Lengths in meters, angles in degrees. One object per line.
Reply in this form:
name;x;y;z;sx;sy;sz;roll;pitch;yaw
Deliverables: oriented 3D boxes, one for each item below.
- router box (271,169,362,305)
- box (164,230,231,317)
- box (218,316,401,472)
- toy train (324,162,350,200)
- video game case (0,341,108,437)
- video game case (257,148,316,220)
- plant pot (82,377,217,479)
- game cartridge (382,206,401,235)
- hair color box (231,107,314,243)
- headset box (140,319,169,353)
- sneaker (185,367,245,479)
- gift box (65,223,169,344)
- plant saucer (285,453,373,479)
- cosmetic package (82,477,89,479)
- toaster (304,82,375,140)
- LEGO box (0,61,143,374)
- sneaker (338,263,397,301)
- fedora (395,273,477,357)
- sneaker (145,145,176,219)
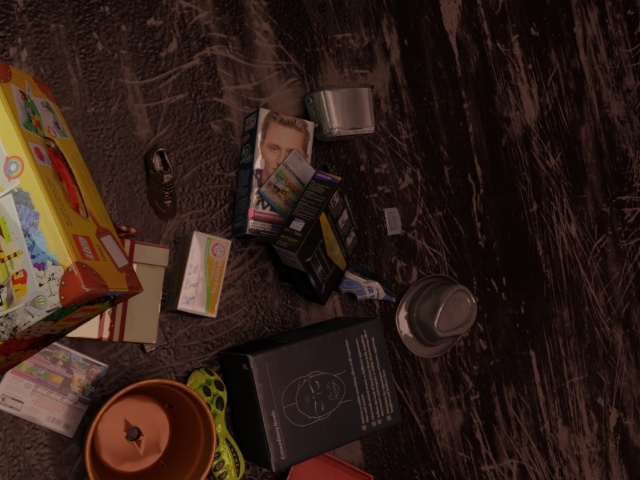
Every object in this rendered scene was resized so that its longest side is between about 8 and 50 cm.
router box;0.000;0.000;1.831;0.243;0.081;0.309;-60;153;-21
box;-0.310;0.088;1.731;0.103;0.114;0.203;17;75;-27
box;-0.026;0.386;1.799;0.396;0.212;0.293;-11;90;-30
toy train;0.054;-0.153;2.014;0.036;0.027;0.158;-26;96;-40
video game case;-0.623;0.331;1.581;0.201;0.023;0.183;31;70;-22
video game case;-0.077;-0.147;1.824;0.119;0.015;0.166;46;63;-19
plant pot;-0.411;0.460;1.580;0.291;0.203;0.290;4;81;-29
game cartridge;0.220;-0.059;2.101;0.056;0.017;0.083;-7;88;-26
hair color box;-0.128;-0.168;1.868;0.174;0.105;0.347;10;79;-28
headset box;-0.422;0.229;1.699;0.062;0.032;0.083;-22;96;-29
sneaker;-0.278;0.466;1.710;0.109;0.123;0.295;-8;70;-29
gift box;-0.507;0.094;1.535;0.276;0.255;0.258;14;76;-37
plant saucer;-0.009;0.717;1.865;0.258;0.048;0.259;33;69;-22
cosmetic package;-0.567;0.690;1.506;0.224;0.138;0.224;-21;96;-29
toaster;0.068;-0.372;1.991;0.227;0.129;0.146;-10;93;-32
LEGO box;-0.635;-0.031;1.336;0.373;0.193;0.500;-31;78;11
sneaker;0.138;0.139;2.008;0.211;0.080;0.081;26;106;-31
fedora;0.376;0.227;2.091;0.275;0.124;0.243;-31;99;-28
sneaker;-0.401;-0.146;1.732;0.066;0.071;0.188;-15;91;-30
